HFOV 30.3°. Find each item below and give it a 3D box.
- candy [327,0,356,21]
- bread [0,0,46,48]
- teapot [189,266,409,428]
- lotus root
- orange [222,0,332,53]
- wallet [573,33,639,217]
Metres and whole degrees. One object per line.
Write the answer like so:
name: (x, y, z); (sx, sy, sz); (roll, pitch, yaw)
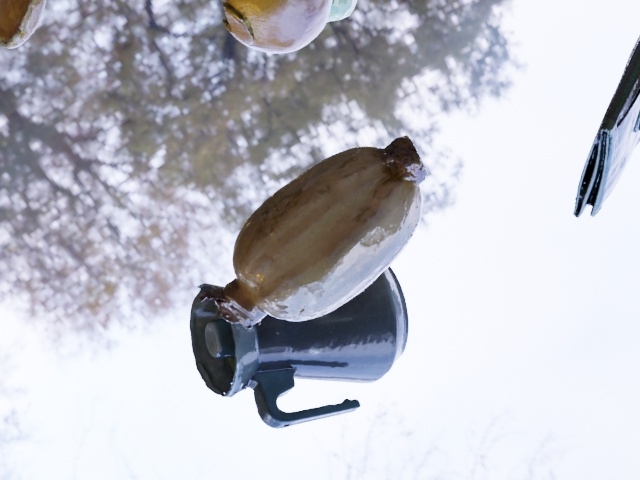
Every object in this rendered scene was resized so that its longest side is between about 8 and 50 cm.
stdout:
candy: (-0.006, -0.452, 1.521); (0.132, 0.343, 0.142); (10, -174, 36)
bread: (-0.278, -0.232, 1.107); (0.110, 0.024, 0.110); (-27, -126, 45)
teapot: (-0.022, 0.113, 1.382); (0.225, 0.171, 0.203); (-9, -117, -26)
lotus root: (0.000, 0.000, 0.652); (0.150, 0.073, 0.062); (-39, 174, 14)
orange: (-0.048, -0.271, 1.225); (0.134, 0.154, 0.154); (19, -136, 1)
wallet: (0.366, -0.154, 1.410); (0.055, 0.160, 0.236); (19, -126, 17)
